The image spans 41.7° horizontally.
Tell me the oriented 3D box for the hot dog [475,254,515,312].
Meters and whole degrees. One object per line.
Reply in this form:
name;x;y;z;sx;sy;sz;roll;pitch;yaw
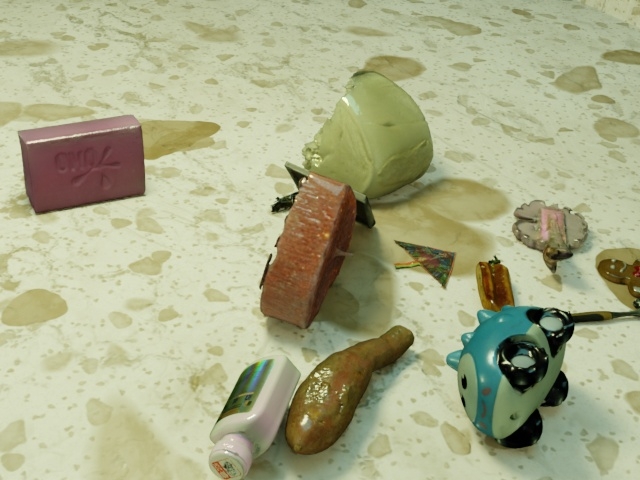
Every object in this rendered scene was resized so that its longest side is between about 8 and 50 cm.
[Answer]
hot dog;0.354;0.101;1.713;0.072;0.055;0.188;9;34;0

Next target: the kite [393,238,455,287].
kite;0.230;0.042;1.823;0.159;0.010;0.190;-16;39;-28

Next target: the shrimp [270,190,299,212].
shrimp;-0.038;-0.089;1.952;0.161;0.034;0.091;-17;41;-31

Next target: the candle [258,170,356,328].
candle;0.000;0.000;1.618;0.131;0.287;0.317;18;33;9

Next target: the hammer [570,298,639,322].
hammer;0.579;0.154;1.698;0.201;0.021;0.078;-3;35;-13

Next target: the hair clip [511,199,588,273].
hair clip;0.518;-0.006;1.880;0.173;0.069;0.300;12;25;7

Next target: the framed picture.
framed picture;0.024;-0.092;1.806;0.189;0.023;0.260;25;-6;11

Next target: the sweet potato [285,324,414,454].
sweet potato;0.043;0.237;1.430;0.109;0.109;0.385;21;34;21

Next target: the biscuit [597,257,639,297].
biscuit;0.704;0.081;1.819;0.205;0.031;0.138;17;36;19

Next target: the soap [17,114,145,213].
soap;-0.527;-0.172;1.873;0.259;0.181;0.081;-12;36;-26

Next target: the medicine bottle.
medicine bottle;-0.111;0.281;1.335;0.115;0.078;0.219;-27;20;30

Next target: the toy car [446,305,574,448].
toy car;0.314;0.213;1.431;0.190;0.188;0.255;16;38;30

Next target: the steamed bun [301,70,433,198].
steamed bun;0.118;-0.260;2.025;0.273;0.272;0.290;28;44;29
